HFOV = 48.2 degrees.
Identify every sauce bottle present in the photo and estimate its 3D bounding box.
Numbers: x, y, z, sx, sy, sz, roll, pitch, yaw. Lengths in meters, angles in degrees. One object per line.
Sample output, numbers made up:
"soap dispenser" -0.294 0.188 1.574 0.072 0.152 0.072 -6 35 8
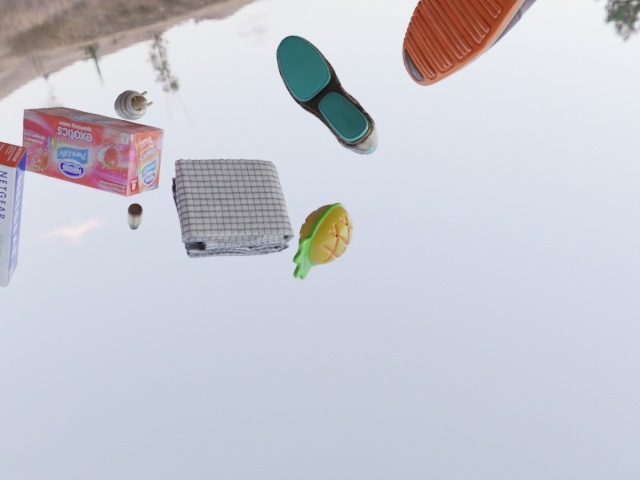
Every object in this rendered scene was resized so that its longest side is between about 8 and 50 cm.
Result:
"sauce bottle" -0.499 -0.061 1.920 0.042 0.042 0.128 -23 171 -24

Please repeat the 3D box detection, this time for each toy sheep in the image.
"toy sheep" -0.516 -0.368 1.949 0.132 0.091 0.091 -6 -158 44

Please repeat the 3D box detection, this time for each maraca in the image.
"maraca" 0.000 0.000 1.415 0.099 0.127 0.186 22 -131 25

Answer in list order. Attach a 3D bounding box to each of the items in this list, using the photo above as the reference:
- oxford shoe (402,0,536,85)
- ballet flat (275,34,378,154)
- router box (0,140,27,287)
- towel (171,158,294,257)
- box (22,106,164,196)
"oxford shoe" 0.252 -0.340 0.975 0.132 0.130 0.363 -16 163 -41
"ballet flat" 0.022 -0.443 2.275 0.164 0.182 0.483 -39 -113 4
"router box" -0.789 -0.077 1.497 0.301 0.336 0.082 13 -143 -12
"towel" -0.228 -0.077 1.800 0.283 0.121 0.235 -4 -115 -23
"box" -0.538 -0.213 1.690 0.299 0.154 0.142 15 -163 16
